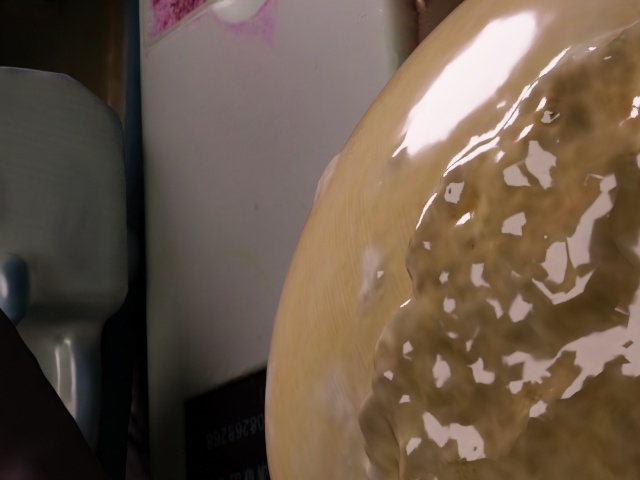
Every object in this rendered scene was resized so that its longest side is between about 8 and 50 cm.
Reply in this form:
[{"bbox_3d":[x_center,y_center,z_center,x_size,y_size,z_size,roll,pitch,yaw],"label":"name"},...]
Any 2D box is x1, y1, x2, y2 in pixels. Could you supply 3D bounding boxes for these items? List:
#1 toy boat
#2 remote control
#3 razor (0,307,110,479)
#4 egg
[{"bbox_3d":[-0.120,-0.067,0.660,0.133,0.145,0.332,145,125,-61],"label":"toy boat"},{"bbox_3d":[0.001,0.000,0.564,0.145,0.050,0.344,-24,62,52],"label":"remote control"},{"bbox_3d":[-0.060,0.175,0.478,0.327,0.107,0.189,53,126,24],"label":"razor"},{"bbox_3d":[0.072,0.018,0.397,0.201,0.164,0.164,-46,52,35],"label":"egg"}]
